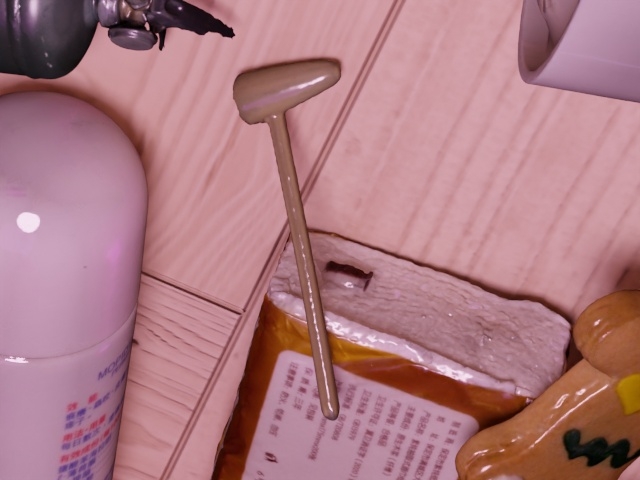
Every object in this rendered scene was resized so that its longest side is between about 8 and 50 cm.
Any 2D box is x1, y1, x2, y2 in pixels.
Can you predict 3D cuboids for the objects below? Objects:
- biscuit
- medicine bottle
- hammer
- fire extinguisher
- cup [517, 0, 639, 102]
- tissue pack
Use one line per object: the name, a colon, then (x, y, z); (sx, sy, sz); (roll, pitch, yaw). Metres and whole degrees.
biscuit: (0.182, 0.073, 1.053); (0.158, 0.035, 0.240); (13, 125, -49)
medicine bottle: (-0.176, 0.060, 1.144); (0.130, 0.130, 0.341); (16, 133, 2)
hammer: (0.000, 0.000, 1.045); (0.060, 0.028, 0.195); (-10, 92, 20)
fire extinguisher: (-0.195, -0.133, 1.005); (0.294, 0.093, 0.118); (8, 170, 10)
cup: (0.215, -0.157, 0.830); (0.226, 0.185, 0.241); (16, 102, -5)
tissue pack: (0.035, 0.114, 1.157); (0.183, 0.092, 0.226); (18, 132, 1)
